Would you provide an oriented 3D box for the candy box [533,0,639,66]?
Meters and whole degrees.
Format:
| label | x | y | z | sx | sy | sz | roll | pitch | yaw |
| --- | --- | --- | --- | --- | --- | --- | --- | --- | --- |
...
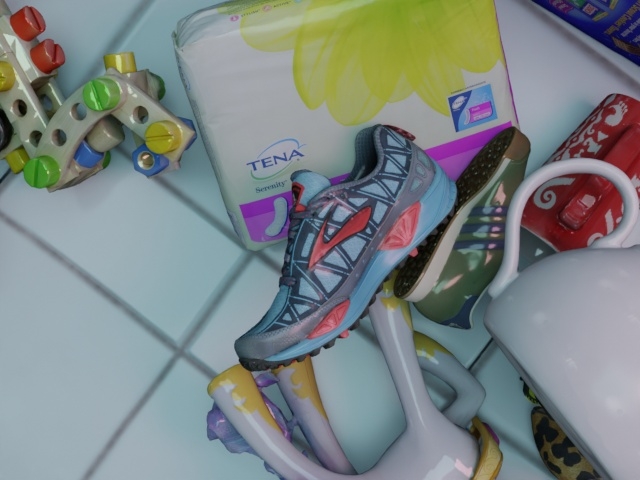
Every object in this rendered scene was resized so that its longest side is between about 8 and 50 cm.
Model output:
| label | x | y | z | sx | sy | sz | roll | pitch | yaw |
| --- | --- | --- | --- | --- | --- | --- | --- | --- | --- |
| candy box | 0.331 | -0.236 | 1.002 | 0.317 | 0.268 | 0.122 | 34 | 91 | 2 |

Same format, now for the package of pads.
| label | x | y | z | sx | sy | sz | roll | pitch | yaw |
| --- | --- | --- | --- | --- | --- | --- | --- | --- | --- |
| package of pads | 0.028 | -0.141 | 1.040 | 0.296 | 0.101 | 0.229 | -18 | 117 | -1 |

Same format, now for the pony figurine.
| label | x | y | z | sx | sy | sz | roll | pitch | yaw |
| --- | --- | --- | --- | --- | --- | --- | --- | --- | --- |
| pony figurine | 0.058 | 0.245 | 0.998 | 0.351 | 0.303 | 0.363 | -34 | 71 | -10 |

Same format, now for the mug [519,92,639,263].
| label | x | y | z | sx | sy | sz | roll | pitch | yaw |
| --- | --- | --- | --- | --- | --- | --- | --- | --- | --- |
| mug | 0.271 | -0.048 | 1.057 | 0.113 | 0.150 | 0.169 | 43 | 83 | -20 |

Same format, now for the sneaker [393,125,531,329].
| label | x | y | z | sx | sy | sz | roll | pitch | yaw |
| --- | --- | --- | --- | --- | --- | --- | --- | --- | --- |
| sneaker | 0.151 | -0.004 | 1.012 | 0.086 | 0.064 | 0.192 | 37 | 80 | -17 |

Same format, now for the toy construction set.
| label | x | y | z | sx | sy | sz | roll | pitch | yaw |
| --- | --- | --- | --- | --- | --- | --- | --- | --- | --- |
| toy construction set | -0.261 | -0.187 | 1.065 | 0.215 | 0.151 | 0.328 | -27 | 78 | 23 |

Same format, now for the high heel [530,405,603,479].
| label | x | y | z | sx | sy | sz | roll | pitch | yaw |
| --- | --- | --- | --- | --- | --- | --- | --- | --- | --- |
| high heel | 0.331 | 0.156 | 1.036 | 0.186 | 0.093 | 0.261 | 43 | 106 | 15 |

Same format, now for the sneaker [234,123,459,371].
| label | x | y | z | sx | sy | sz | roll | pitch | yaw |
| --- | --- | --- | --- | --- | --- | --- | --- | --- | --- |
| sneaker | 0.000 | 0.000 | 0.967 | 0.125 | 0.104 | 0.262 | 49 | 65 | -15 |

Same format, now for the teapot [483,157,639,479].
| label | x | y | z | sx | sy | sz | roll | pitch | yaw |
| --- | --- | --- | --- | --- | --- | --- | --- | --- | --- |
| teapot | 0.270 | 0.090 | 0.930 | 0.187 | 0.256 | 0.252 | -39 | 44 | 2 |

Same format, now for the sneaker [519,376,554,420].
| label | x | y | z | sx | sy | sz | roll | pitch | yaw |
| --- | --- | --- | --- | --- | --- | --- | --- | --- | --- |
| sneaker | 0.219 | 0.151 | 1.079 | 0.031 | 0.083 | 0.035 | 30 | 117 | -20 |
